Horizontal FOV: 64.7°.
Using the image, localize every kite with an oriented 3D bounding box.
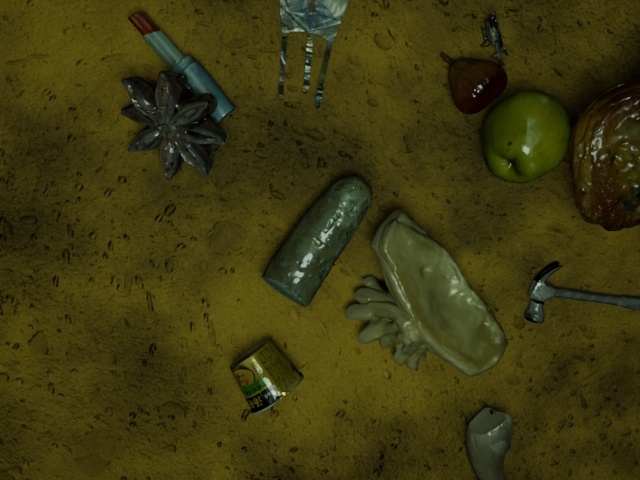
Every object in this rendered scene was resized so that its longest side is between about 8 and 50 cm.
[{"bbox_3d":[-0.035,-0.453,1.085,0.169,0.015,0.310,13,98,-6],"label":"kite"}]

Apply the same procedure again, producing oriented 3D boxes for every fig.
[{"bbox_3d":[0.321,-0.339,1.099,0.119,0.153,0.119,-25,131,-32],"label":"fig"}]

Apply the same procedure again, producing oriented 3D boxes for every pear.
[{"bbox_3d":[0.430,-0.220,1.071,0.198,0.198,0.198,-1,101,-3],"label":"pear"}]

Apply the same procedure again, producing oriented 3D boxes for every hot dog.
[{"bbox_3d":[0.655,-0.145,1.035,0.266,0.174,0.387,-20,139,26],"label":"hot dog"}]

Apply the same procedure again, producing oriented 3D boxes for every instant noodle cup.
[{"bbox_3d":[-0.132,0.310,1.172,0.151,0.151,0.122,-36,92,4],"label":"instant noodle cup"}]

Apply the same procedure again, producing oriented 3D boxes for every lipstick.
[{"bbox_3d":[-0.293,-0.367,1.061,0.068,0.061,0.274,-35,103,29],"label":"lipstick"}]

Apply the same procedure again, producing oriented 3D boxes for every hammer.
[{"bbox_3d":[0.714,0.155,1.239,0.426,0.044,0.152,10,100,-6],"label":"hammer"}]

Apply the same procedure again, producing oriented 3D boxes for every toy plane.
[{"bbox_3d":[0.379,-0.436,1.095,0.031,0.049,0.121,-24,119,2],"label":"toy plane"}]

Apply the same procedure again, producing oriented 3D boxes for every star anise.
[{"bbox_3d":[-0.300,-0.250,1.048,0.236,0.109,0.223,35,134,-7],"label":"star anise"}]

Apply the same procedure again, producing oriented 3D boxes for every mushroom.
[{"bbox_3d":[0.421,0.531,1.269,0.108,0.096,0.247,-6,106,-2],"label":"mushroom"}]

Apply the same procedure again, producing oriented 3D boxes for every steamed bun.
[{"bbox_3d":[0.218,0.163,1.159,0.428,0.189,0.247,46,66,-12],"label":"steamed bun"}]

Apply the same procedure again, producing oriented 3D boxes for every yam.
[{"bbox_3d":[0.000,0.000,1.122,0.133,0.133,0.330,35,96,-9],"label":"yam"}]
